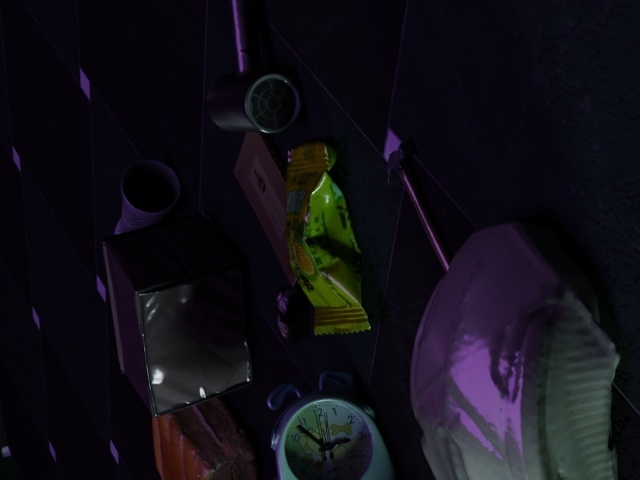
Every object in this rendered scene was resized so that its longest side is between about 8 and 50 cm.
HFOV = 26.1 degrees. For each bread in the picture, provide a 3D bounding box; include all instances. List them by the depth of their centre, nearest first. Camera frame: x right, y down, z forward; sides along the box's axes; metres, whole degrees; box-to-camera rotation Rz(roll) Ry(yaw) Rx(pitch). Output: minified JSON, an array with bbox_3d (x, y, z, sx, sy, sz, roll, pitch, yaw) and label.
[{"bbox_3d":[-0.196,0.386,2.347,0.239,0.111,0.246,48,147,44],"label":"bread"}]

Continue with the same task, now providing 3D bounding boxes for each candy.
[{"bbox_3d":[0.000,0.000,1.703,0.149,0.069,0.246,-2,104,68],"label":"candy"}]

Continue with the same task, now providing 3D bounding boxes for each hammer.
[{"bbox_3d":[0.117,-0.016,1.503,0.182,0.017,0.062,67,156,9],"label":"hammer"}]

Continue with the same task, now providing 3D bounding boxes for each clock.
[{"bbox_3d":[0.010,0.266,1.787,0.060,0.148,0.188,128,129,-79],"label":"clock"}]

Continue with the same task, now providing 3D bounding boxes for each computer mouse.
[{"bbox_3d":[0.180,0.186,1.356,0.228,0.145,0.429,27,131,55],"label":"computer mouse"}]

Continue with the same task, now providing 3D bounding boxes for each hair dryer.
[{"bbox_3d":[-0.104,-0.262,1.763,0.195,0.078,0.248,14,109,63],"label":"hair dryer"}]

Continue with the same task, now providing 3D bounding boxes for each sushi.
[{"bbox_3d":[-0.047,0.100,1.904,0.046,0.044,0.083,41,140,47],"label":"sushi"}]

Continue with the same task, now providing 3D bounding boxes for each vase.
[{"bbox_3d":[-0.294,-0.047,2.280,0.096,0.096,0.219,65,158,14],"label":"vase"}]

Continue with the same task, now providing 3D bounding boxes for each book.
[{"bbox_3d":[-0.061,-0.050,1.860,0.199,0.016,0.138,63,155,19],"label":"book"}]

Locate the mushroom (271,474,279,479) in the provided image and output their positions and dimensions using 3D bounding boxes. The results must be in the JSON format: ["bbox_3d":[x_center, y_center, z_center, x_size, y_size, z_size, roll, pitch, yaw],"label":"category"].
[{"bbox_3d":[0.007,0.414,1.864,0.215,0.207,0.207,10,120,29],"label":"mushroom"}]

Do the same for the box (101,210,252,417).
[{"bbox_3d":[-0.215,0.115,2.107,0.153,0.188,0.252,44,142,47],"label":"box"}]
